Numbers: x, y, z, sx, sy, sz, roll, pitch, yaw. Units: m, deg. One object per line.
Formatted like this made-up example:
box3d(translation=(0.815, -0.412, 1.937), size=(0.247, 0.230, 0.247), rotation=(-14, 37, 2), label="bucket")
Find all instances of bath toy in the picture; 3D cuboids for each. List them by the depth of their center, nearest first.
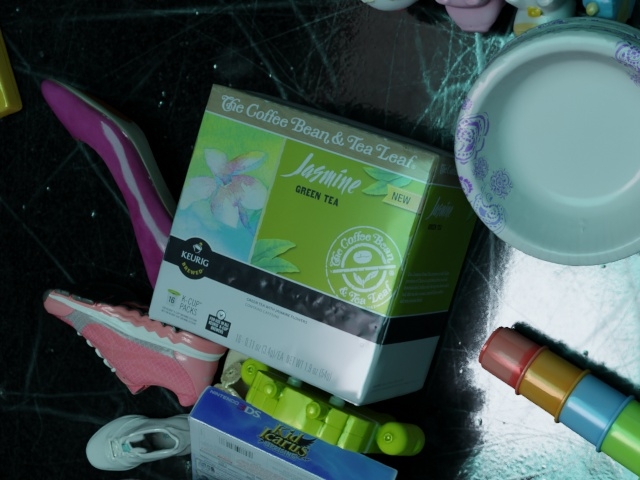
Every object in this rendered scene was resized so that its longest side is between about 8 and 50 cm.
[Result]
box3d(translation=(0.210, -0.322, 1.606), size=(0.348, 0.129, 0.151), rotation=(11, 117, 26), label="bath toy")

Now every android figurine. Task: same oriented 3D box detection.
box3d(translation=(0.008, 0.217, 1.651), size=(0.248, 0.273, 0.056), rotation=(23, 87, 25), label="android figurine")

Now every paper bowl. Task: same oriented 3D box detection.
box3d(translation=(0.310, -0.123, 1.527), size=(0.284, 0.148, 0.284), rotation=(6, 113, 14), label="paper bowl")

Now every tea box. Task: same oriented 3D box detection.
box3d(translation=(0.000, 0.000, 1.666), size=(0.329, 0.220, 0.324), rotation=(19, 97, 24), label="tea box")

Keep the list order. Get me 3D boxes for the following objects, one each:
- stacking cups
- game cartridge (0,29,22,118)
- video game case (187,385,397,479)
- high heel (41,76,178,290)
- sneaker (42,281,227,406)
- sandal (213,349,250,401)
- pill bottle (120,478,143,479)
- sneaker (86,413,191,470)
box3d(translation=(0.345, 0.209, 1.597), size=(0.316, 0.096, 0.096), rotation=(35, 107, 26), label="stacking cups")
box3d(translation=(-0.648, -0.289, 2.073), size=(0.323, 0.052, 0.285), rotation=(-19, 84, 23), label="game cartridge")
box3d(translation=(-0.042, 0.320, 1.690), size=(0.269, 0.061, 0.244), rotation=(23, 146, 11), label="video game case")
box3d(translation=(-0.300, -0.074, 1.858), size=(0.377, 0.127, 0.181), rotation=(39, 97, 16), label="high heel")
box3d(translation=(-0.288, 0.153, 1.879), size=(0.313, 0.116, 0.136), rotation=(18, 102, 24), label="sneaker")
box3d(translation=(-0.131, 0.252, 1.816), size=(0.088, 0.079, 0.240), rotation=(20, 105, 29), label="sandal")
box3d(translation=(-0.129, 0.425, 1.655), size=(0.361, 0.204, 0.204), rotation=(6, 95, 33), label="pill bottle")
box3d(translation=(-0.273, 0.298, 1.891), size=(0.212, 0.094, 0.080), rotation=(-16, 87, 26), label="sneaker")
